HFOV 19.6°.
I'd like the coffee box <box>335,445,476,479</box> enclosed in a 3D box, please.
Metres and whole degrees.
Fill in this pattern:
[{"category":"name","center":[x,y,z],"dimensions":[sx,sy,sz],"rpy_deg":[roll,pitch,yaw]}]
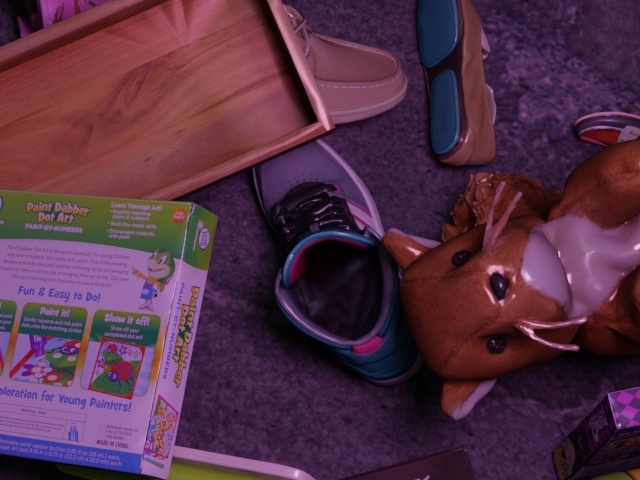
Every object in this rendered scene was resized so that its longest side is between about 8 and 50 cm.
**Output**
[{"category":"coffee box","center":[0.097,0.361,1.704],"dimensions":[0.168,0.119,0.297],"rpy_deg":[-15,65,-6]}]

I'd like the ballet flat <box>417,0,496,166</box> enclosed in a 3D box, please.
[{"category":"ballet flat","center":[0.150,-0.183,1.999],"dimensions":[0.073,0.080,0.232],"rpy_deg":[13,65,-33]}]

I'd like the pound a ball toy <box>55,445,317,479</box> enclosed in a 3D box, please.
[{"category":"pound a ball toy","center":[-0.157,0.297,1.676],"dimensions":[0.319,0.136,0.208],"rpy_deg":[5,65,29]}]

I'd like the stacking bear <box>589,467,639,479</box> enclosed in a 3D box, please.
[{"category":"stacking bear","center":[0.317,0.277,1.743],"dimensions":[0.289,0.175,0.164],"rpy_deg":[-21,112,-4]}]

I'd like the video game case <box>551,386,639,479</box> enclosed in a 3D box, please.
[{"category":"video game case","center":[0.359,0.173,1.792],"dimensions":[0.232,0.210,0.042],"rpy_deg":[-10,71,-12]}]

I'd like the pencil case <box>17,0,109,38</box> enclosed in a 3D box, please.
[{"category":"pencil case","center":[-0.146,-0.324,1.954],"dimensions":[0.386,0.160,0.167],"rpy_deg":[-19,95,-15]}]

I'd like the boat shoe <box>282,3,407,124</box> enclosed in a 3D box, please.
[{"category":"boat shoe","center":[-0.051,-0.192,1.925],"dimensions":[0.302,0.098,0.109],"rpy_deg":[4,37,-10]}]

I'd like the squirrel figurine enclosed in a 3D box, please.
[{"category":"squirrel figurine","center":[0.242,0.035,1.756],"dimensions":[0.370,0.397,0.281],"rpy_deg":[-22,89,-13]}]

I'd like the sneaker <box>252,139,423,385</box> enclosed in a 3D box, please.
[{"category":"sneaker","center":[0.000,0.000,1.822],"dimensions":[0.123,0.178,0.295],"rpy_deg":[-30,73,5]}]

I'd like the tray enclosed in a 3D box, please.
[{"category":"tray","center":[-0.213,-0.119,1.826],"dimensions":[0.411,0.076,0.203],"rpy_deg":[-23,89,-2]}]

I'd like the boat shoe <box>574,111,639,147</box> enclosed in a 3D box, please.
[{"category":"boat shoe","center":[0.340,-0.107,1.998],"dimensions":[0.137,0.049,0.043],"rpy_deg":[8,68,-10]}]

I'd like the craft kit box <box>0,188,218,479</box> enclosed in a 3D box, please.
[{"category":"craft kit box","center":[-0.231,0.080,1.687],"dimensions":[0.249,0.061,0.247],"rpy_deg":[5,81,28]}]
